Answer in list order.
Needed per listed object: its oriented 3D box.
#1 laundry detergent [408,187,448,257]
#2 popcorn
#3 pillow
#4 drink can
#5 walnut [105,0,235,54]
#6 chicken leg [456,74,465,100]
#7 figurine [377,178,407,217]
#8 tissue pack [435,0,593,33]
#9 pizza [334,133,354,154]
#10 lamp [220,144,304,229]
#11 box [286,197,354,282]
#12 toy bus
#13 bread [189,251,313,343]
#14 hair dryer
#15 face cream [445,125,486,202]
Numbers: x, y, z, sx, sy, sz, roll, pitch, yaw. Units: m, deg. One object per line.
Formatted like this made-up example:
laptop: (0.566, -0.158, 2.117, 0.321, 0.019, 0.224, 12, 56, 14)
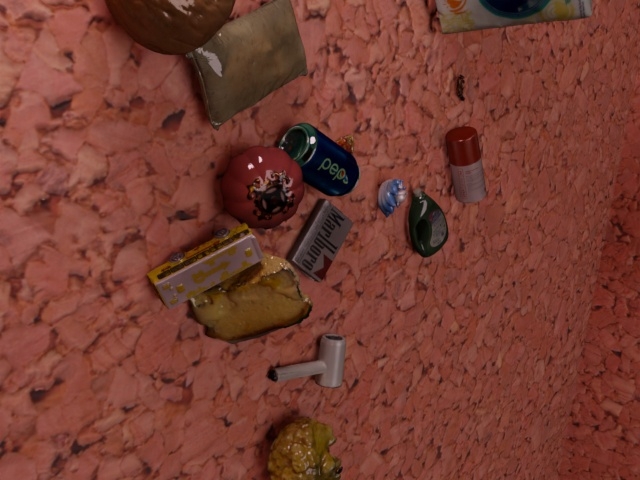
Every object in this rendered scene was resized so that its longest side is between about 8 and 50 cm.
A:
laundry detergent: (0.302, -0.057, 1.967, 0.137, 0.063, 0.211, -44, 131, -21)
popcorn: (-0.037, 0.554, 1.707, 0.189, 0.169, 0.218, -6, 111, -47)
pillow: (-0.141, -0.363, 1.369, 0.302, 0.074, 0.185, -41, 132, -35)
drink can: (-0.001, -0.179, 1.551, 0.204, 0.118, 0.118, 27, 82, -47)
walnut: (-0.256, -0.425, 1.126, 0.228, 0.228, 0.228, -18, 115, -44)
chicken leg: (0.410, -0.445, 1.992, 0.036, 0.021, 0.083, -41, 131, -44)
figurine: (0.191, -0.112, 1.813, 0.114, 0.079, 0.114, -172, -90, -87)
tissue pack: (0.473, -0.690, 1.692, 0.162, 0.387, 0.287, -60, 140, -39)
pizza: (0.057, -0.203, 1.673, 0.100, 0.029, 0.099, -29, 123, -39)
lamp: (-0.124, -0.114, 1.429, 0.181, 0.140, 0.182, -11, 118, -23)
box: (0.000, 0.000, 1.662, 0.115, 0.035, 0.178, 41, 72, -36)
toy bus: (-0.231, 0.047, 1.366, 0.226, 0.074, 0.081, -27, 123, -15)
bread: (-0.152, 0.108, 1.471, 0.133, 0.251, 0.174, -96, 163, -51)
hair dryer: (-0.037, 0.315, 1.725, 0.236, 0.073, 0.131, -2, 102, -38)
face cream: (0.437, -0.226, 2.035, 0.096, 0.095, 0.214, -41, 129, -32)
